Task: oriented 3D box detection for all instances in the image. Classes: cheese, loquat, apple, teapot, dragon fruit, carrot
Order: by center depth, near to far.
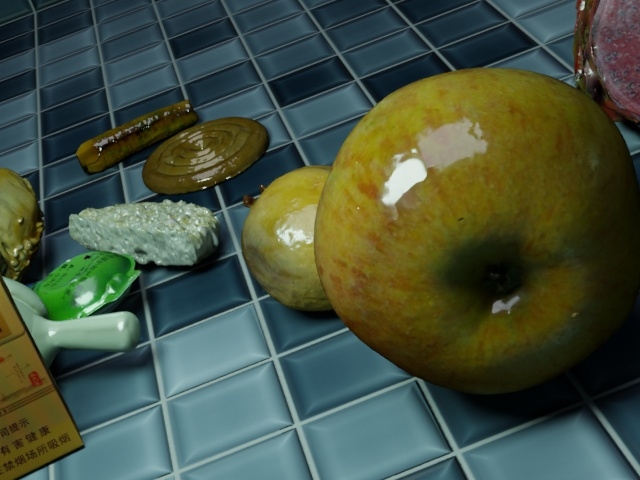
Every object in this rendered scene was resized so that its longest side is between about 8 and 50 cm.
[{"bbox_3d":[0.201,-0.007,1.503,0.400,0.400,0.333,-25,33,-9],"label":"apple"},{"bbox_3d":[0.000,0.000,1.812,0.238,0.193,0.238,-6,53,8],"label":"loquat"},{"bbox_3d":[-0.433,0.144,1.856,0.318,0.220,0.149,21,67,-4],"label":"teapot"},{"bbox_3d":[0.538,-0.321,1.974,0.296,0.314,0.263,12,3,3],"label":"dragon fruit"},{"bbox_3d":[-0.413,0.088,2.025,0.320,0.083,0.204,-10,30,40],"label":"cheese"},{"bbox_3d":[-0.364,-0.209,2.526,0.260,0.070,0.070,-26,29,-16],"label":"carrot"}]

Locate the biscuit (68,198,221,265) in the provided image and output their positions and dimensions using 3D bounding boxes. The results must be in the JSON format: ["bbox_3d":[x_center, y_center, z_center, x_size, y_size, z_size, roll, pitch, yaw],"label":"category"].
[{"bbox_3d":[-0.267,-0.016,2.101,0.281,0.084,0.179,9,20,38],"label":"biscuit"}]

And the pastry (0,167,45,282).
[{"bbox_3d":[-0.597,0.021,2.146,0.284,0.184,0.316,-17,25,47],"label":"pastry"}]

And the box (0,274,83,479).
[{"bbox_3d":[-0.452,0.190,1.674,0.174,0.274,0.076,-26,26,-11],"label":"box"}]

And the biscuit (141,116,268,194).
[{"bbox_3d":[-0.221,-0.167,2.393,0.261,0.037,0.262,-15,29,8],"label":"biscuit"}]
